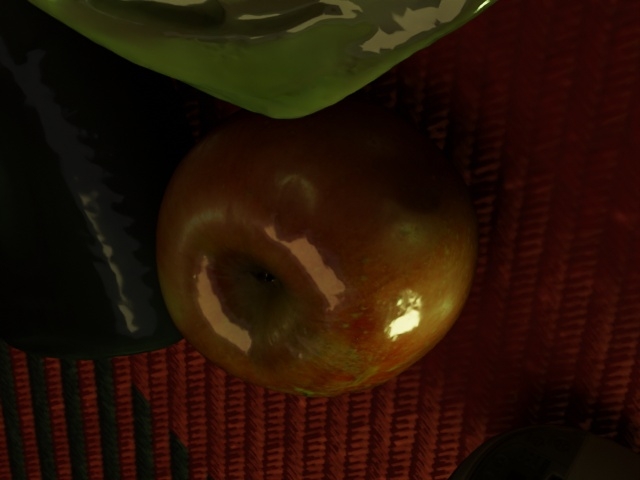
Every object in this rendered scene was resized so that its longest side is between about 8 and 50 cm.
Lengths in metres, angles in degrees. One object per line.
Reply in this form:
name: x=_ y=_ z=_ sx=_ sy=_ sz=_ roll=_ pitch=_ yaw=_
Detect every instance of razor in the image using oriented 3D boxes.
razor: x=-0.178 y=-0.092 z=0.940 sx=0.204 sy=0.113 sz=0.349 roll=2 pitch=130 yaw=38

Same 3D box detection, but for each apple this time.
apple: x=0.000 y=0.000 z=0.876 sx=0.163 sy=0.139 sz=0.163 roll=16 pitch=122 yaw=27

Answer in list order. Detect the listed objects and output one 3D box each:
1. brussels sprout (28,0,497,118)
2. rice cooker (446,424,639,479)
brussels sprout: x=-0.047 y=-0.205 z=0.632 sx=0.328 sy=0.247 sz=0.328 roll=27 pitch=144 yaw=22
rice cooker: x=0.146 y=0.190 z=0.934 sx=0.206 sy=0.145 sz=0.127 roll=39 pitch=153 yaw=-4
